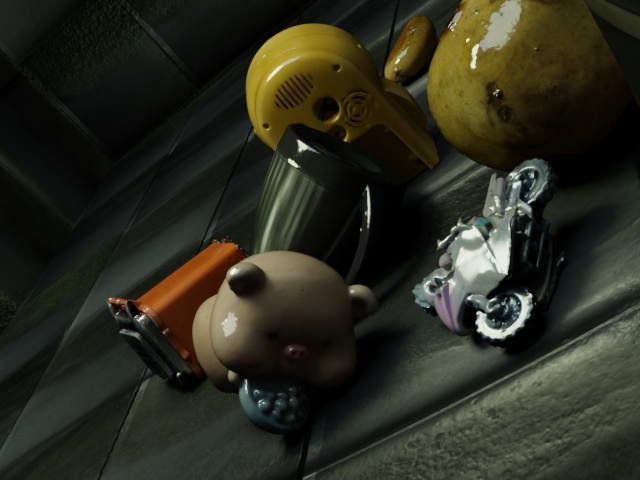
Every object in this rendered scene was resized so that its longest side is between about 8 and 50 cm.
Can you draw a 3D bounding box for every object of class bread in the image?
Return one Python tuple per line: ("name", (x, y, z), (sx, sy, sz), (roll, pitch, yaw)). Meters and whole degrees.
("bread", (0.193, -0.395, 2.059), (0.114, 0.077, 0.189), (-51, 8, 51))

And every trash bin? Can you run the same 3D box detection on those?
("trash bin", (-0.224, 0.107, 1.695), (0.239, 0.184, 0.161), (-45, 19, -22))

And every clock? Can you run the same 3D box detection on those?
("clock", (0.021, -0.206, 1.655), (0.244, 0.317, 0.200), (-38, 27, 13))

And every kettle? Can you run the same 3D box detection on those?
("kettle", (0.001, -0.005, 1.508), (0.271, 0.251, 0.207), (-62, -22, 15))

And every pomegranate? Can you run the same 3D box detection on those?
("pomegranate", (0.275, -0.226, 1.292), (0.281, 0.281, 0.281), (-37, 21, 17))

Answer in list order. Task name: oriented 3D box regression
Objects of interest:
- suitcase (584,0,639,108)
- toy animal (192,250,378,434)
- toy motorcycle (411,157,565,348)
("suitcase", (0.351, -0.145, 0.726), (0.194, 0.434, 0.283), (-44, 40, 0))
("toy animal", (-0.061, 0.119, 1.326), (0.221, 0.210, 0.229), (-146, 65, -65))
("toy motorcycle", (0.184, 0.023, 1.172), (0.204, 0.108, 0.239), (-20, 30, 48))
